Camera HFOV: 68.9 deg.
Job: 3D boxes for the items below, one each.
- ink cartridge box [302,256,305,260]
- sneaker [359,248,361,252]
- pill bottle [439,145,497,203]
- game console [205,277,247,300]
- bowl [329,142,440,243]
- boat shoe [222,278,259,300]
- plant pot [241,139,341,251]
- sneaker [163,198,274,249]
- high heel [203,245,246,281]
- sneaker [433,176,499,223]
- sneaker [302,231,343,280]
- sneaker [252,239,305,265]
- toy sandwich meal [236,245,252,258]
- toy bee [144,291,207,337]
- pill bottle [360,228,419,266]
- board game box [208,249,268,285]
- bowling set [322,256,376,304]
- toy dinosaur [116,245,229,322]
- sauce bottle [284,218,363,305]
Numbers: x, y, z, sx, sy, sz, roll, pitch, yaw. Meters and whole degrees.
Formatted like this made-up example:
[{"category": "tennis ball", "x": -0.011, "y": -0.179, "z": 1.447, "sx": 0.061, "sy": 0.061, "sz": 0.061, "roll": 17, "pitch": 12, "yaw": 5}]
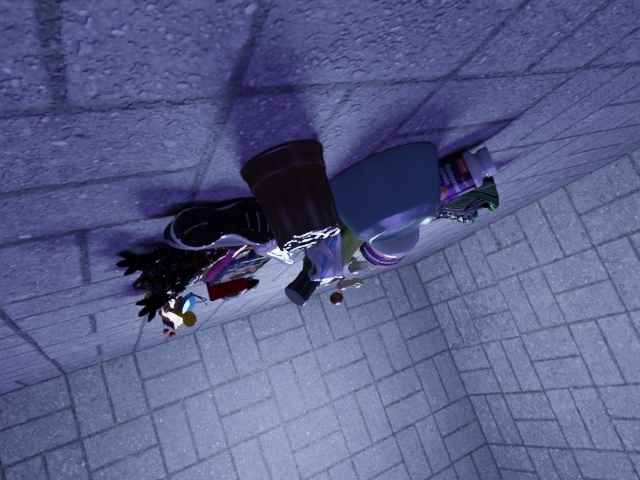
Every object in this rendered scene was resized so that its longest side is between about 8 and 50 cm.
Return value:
[{"category": "ink cartridge box", "x": 0.031, "y": 0.027, "z": 1.770, "sx": 0.209, "sy": 0.062, "sz": 0.109, "roll": -22, "pitch": 169, "yaw": 5}, {"category": "sneaker", "x": 0.229, "y": 0.023, "z": 2.190, "sx": 0.109, "sy": 0.040, "sz": 0.044, "roll": -26, "pitch": 152, "yaw": 8}, {"category": "pill bottle", "x": 0.379, "y": -0.180, "z": 1.288, "sx": 0.193, "sy": 0.108, "sz": 0.108, "roll": -25, "pitch": 168, "yaw": 20}, {"category": "game console", "x": -0.343, "y": 0.172, "z": 1.734, "sx": 0.144, "sy": 0.085, "sz": 0.124, "roll": -19, "pitch": 168, "yaw": -7}, {"category": "bowl", "x": 0.177, "y": -0.099, "z": 1.179, "sx": 0.311, "sy": 0.163, "sz": 0.311, "roll": -20, "pitch": 168, "yaw": -4}, {"category": "boat shoe", "x": -0.333, "y": 0.193, "z": 1.935, "sx": 0.183, "sy": 0.066, "sz": 0.066, "roll": -24, "pitch": 169, "yaw": -44}, {"category": "plant pot", "x": -0.046, "y": -0.076, "z": 0.884, "sx": 0.166, "sy": 0.165, "sz": 0.167, "roll": -19, "pitch": 168, "yaw": -4}, {"category": "sneaker", "x": -0.213, "y": -0.031, "z": 1.021, "sx": 0.271, "sy": 0.100, "sz": 0.108, "roll": -5, "pitch": 175, "yaw": -43}, {"category": "high heel", "x": -0.272, "y": 0.052, "z": 1.310, "sx": 0.117, "sy": 0.082, "sz": 0.244, "roll": -5, "pitch": 151, "yaw": -20}, {"category": "sneaker", "x": 0.478, "y": -0.120, "z": 1.658, "sx": 0.343, "sy": 0.146, "sz": 0.134, "roll": -19, "pitch": 169, "yaw": -2}, {"category": "sneaker", "x": 0.000, "y": 0.000, "z": 1.208, "sx": 0.092, "sy": 0.229, "sz": 0.087, "roll": -12, "pitch": -163, "yaw": -14}, {"category": "sneaker", "x": -0.058, "y": -0.005, "z": 1.346, "sx": 0.169, "sy": 0.108, "sz": 0.292, "roll": -21, "pitch": 168, "yaw": 19}, {"category": "toy sandwich meal", "x": -0.224, "y": 0.029, "z": 1.410, "sx": 0.085, "sy": 0.029, "sz": 0.085, "roll": -20, "pitch": 169, "yaw": -4}, {"category": "toy bee", "x": -0.480, "y": 0.243, "z": 1.554, "sx": 0.195, "sy": 0.162, "sz": 0.298, "roll": 16, "pitch": 167, "yaw": 36}, {"category": "pill bottle", "x": 0.239, "y": -0.002, "z": 1.695, "sx": 0.181, "sy": 0.182, "sz": 0.323, "roll": -19, "pitch": 168, "yaw": -5}, {"category": "board game box", "x": -0.268, "y": 0.084, "z": 1.559, "sx": 0.165, "sy": 0.042, "sz": 0.243, "roll": -13, "pitch": 167, "yaw": -32}, {"category": "bowling set", "x": 0.089, "y": 0.153, "z": 1.921, "sx": 0.154, "sy": 0.200, "sz": 0.287, "roll": -7, "pitch": -163, "yaw": -45}, {"category": "toy dinosaur", "x": -0.362, "y": 0.065, "z": 1.149, "sx": 0.322, "sy": 0.164, "sz": 0.218, "roll": -44, "pitch": 173, "yaw": 28}, {"category": "sauce bottle", "x": 0.027, "y": 0.044, "z": 1.350, "sx": 0.344, "sy": 0.111, "sz": 0.111, "roll": -50, "pitch": -174, "yaw": -32}]
